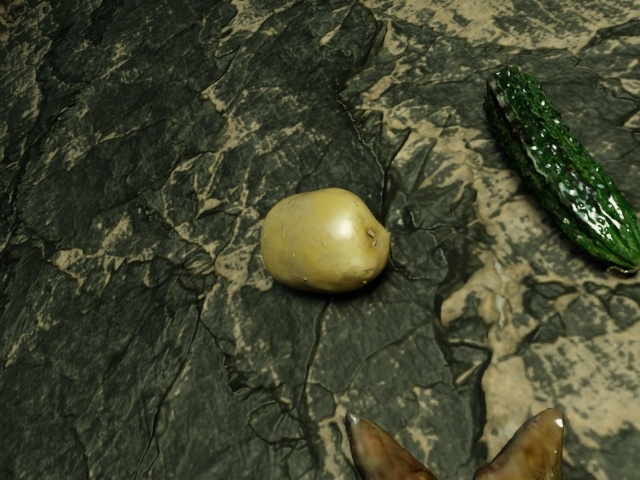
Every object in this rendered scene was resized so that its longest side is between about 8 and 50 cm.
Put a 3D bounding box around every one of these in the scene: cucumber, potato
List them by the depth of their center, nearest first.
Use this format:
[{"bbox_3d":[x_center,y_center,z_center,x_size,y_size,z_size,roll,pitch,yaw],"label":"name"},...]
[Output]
[{"bbox_3d":[0.243,-0.079,0.540,0.077,0.077,0.265,-23,49,13],"label":"cucumber"},{"bbox_3d":[0.000,0.000,0.601,0.178,0.118,0.109,2,23,45],"label":"potato"}]

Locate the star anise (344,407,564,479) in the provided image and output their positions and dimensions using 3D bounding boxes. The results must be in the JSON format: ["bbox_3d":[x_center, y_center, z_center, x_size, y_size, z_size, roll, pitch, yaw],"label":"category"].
[{"bbox_3d":[0.104,0.275,0.352,0.292,0.109,0.349,4,62,37],"label":"star anise"}]
